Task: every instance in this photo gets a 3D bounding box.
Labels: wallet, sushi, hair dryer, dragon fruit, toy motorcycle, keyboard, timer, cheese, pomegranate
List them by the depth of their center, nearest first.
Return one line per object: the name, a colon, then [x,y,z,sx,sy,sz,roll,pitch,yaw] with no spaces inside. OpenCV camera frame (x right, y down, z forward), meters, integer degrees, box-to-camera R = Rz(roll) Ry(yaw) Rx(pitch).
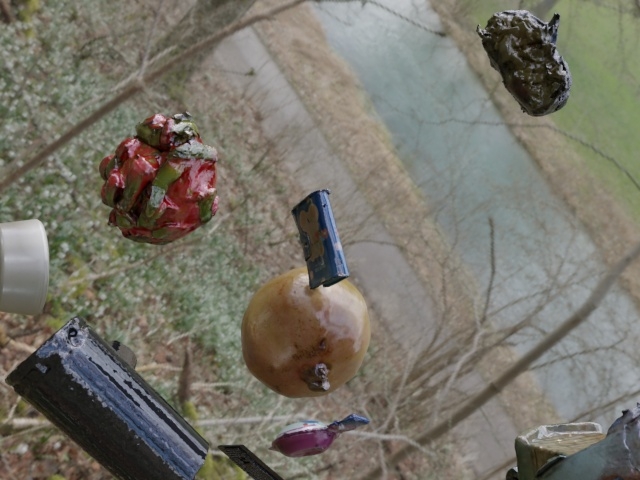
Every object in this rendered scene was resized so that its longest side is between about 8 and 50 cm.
hair dryer: [-0.217,0.156,0.774,0.197,0.089,0.251,47,-4,-14]
cheese: [-0.004,0.257,0.947,0.095,0.145,0.038,31,41,-51]
toy motorcycle: [0.436,0.338,1.040,0.241,0.319,0.182,20,48,8]
timer: [-0.622,0.047,1.236,0.266,0.175,0.175,1,52,-33]
sushi: [0.402,-0.342,1.355,0.212,0.147,0.115,66,16,9]
dragon fruit: [-0.321,-0.123,1.455,0.237,0.302,0.231,-7,65,-35]
keyboard: [-0.136,0.484,1.519,0.196,0.074,0.015,52,44,-34]
wallet: [0.001,0.000,1.592,0.059,0.141,0.202,-8,76,-28]
pomegranate: [-0.035,0.239,1.762,0.338,0.338,0.338,35,31,-25]

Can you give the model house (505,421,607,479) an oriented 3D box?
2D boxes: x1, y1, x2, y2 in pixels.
model house: [0.540,0.645,1.568,0.395,0.400,0.445,-5,89,-16]
